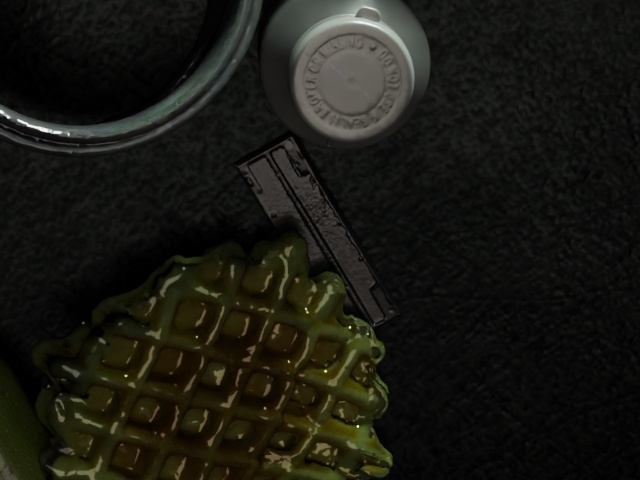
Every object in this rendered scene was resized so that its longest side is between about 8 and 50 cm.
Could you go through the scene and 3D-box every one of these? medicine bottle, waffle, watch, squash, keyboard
[{"bbox_3d":[0.018,-0.144,1.216,0.135,0.215,0.135,-1,105,-3],"label":"medicine bottle"},{"bbox_3d":[-0.092,0.148,1.351,0.317,0.073,0.297,-27,112,-11],"label":"waffle"},{"bbox_3d":[-0.211,-0.233,1.172,0.327,0.314,0.335,0,95,-16],"label":"watch"},{"bbox_3d":[-0.293,0.168,1.356,0.095,0.095,0.188,-28,102,5],"label":"squash"},{"bbox_3d":[0.000,0.000,1.362,0.064,0.010,0.198,-29,105,7],"label":"keyboard"}]
